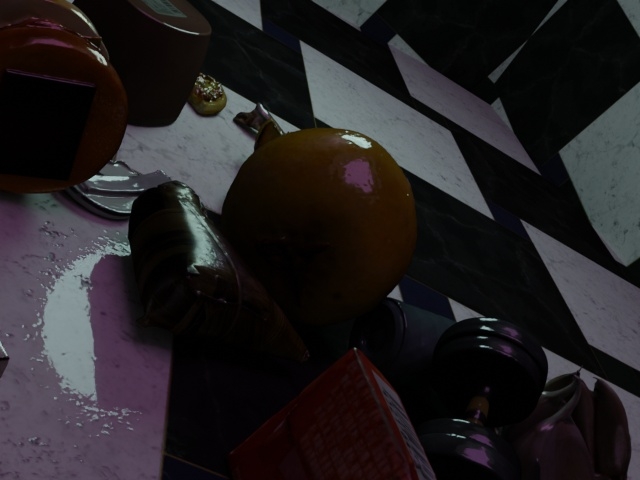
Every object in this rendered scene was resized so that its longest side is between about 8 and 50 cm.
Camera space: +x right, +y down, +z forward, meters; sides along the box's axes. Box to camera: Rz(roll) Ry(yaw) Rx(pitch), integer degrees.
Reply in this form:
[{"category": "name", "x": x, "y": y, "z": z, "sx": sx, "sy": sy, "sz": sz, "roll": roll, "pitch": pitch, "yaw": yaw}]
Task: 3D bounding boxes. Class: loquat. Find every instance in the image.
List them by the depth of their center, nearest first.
[{"category": "loquat", "x": 0.008, "y": -0.035, "z": 1.483, "sx": 0.328, "sy": 0.328, "sz": 0.359, "roll": 39, "pitch": 29, "yaw": 5}]

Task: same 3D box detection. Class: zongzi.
[{"category": "zongzi", "x": -0.152, "y": 0.055, "z": 1.357, "sx": 0.288, "sy": 0.134, "sz": 0.286, "roll": 26, "pitch": 27, "yaw": -35}]

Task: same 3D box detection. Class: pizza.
[{"category": "pizza", "x": -0.272, "y": -0.344, "z": 2.034, "sx": 0.134, "sy": 0.046, "sz": 0.175, "roll": 28, "pitch": 25, "yaw": -19}]

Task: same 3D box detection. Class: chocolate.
[{"category": "chocolate", "x": 0.019, "y": 0.289, "z": 1.043, "sx": 0.108, "sy": 0.235, "sz": 0.237, "roll": 35, "pitch": 18, "yaw": -38}]

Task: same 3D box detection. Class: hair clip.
[{"category": "hair clip", "x": -0.344, "y": -0.093, "z": 1.468, "sx": 0.220, "sy": 0.054, "sz": 0.140, "roll": -3, "pitch": 49, "yaw": -52}, {"category": "hair clip", "x": -0.066, "y": -0.221, "z": 2.062, "sx": 0.300, "sy": 0.069, "sz": 0.173, "roll": 37, "pitch": 23, "yaw": 1}]

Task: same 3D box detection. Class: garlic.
[{"category": "garlic", "x": 0.396, "y": 0.346, "z": 1.438, "sx": 0.292, "sy": 0.237, "sz": 0.210, "roll": 61, "pitch": 8, "yaw": -23}]

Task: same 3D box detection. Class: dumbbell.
[{"category": "dumbbell", "x": 0.228, "y": 0.270, "z": 1.314, "sx": 0.185, "sy": 0.185, "sz": 0.388, "roll": 35, "pitch": 43, "yaw": -4}]

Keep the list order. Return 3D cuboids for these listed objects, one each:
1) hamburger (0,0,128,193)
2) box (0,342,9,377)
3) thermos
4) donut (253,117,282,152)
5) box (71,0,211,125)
[{"category": "hamburger", "x": -0.432, "y": -0.220, "z": 1.313, "sx": 0.291, "sy": 0.291, "sz": 0.225, "roll": 14, "pitch": 27, "yaw": -42}, {"category": "box", "x": -0.508, "y": 0.034, "z": 0.979, "sx": 0.200, "sy": 0.065, "sz": 0.343, "roll": 2, "pitch": 41, "yaw": -53}, {"category": "thermos", "x": 0.197, "y": 0.212, "z": 1.535, "sx": 0.286, "sy": 0.145, "sz": 0.182, "roll": 22, "pitch": 47, "yaw": -33}, {"category": "donut", "x": -0.067, "y": -0.188, "z": 1.920, "sx": 0.181, "sy": 0.146, "sz": 0.078, "roll": 6, "pitch": 22, "yaw": -24}, {"category": "box", "x": -0.370, "y": -0.394, "z": 1.788, "sx": 0.301, "sy": 0.216, "sz": 0.301, "roll": 32, "pitch": 22, "yaw": -15}]
